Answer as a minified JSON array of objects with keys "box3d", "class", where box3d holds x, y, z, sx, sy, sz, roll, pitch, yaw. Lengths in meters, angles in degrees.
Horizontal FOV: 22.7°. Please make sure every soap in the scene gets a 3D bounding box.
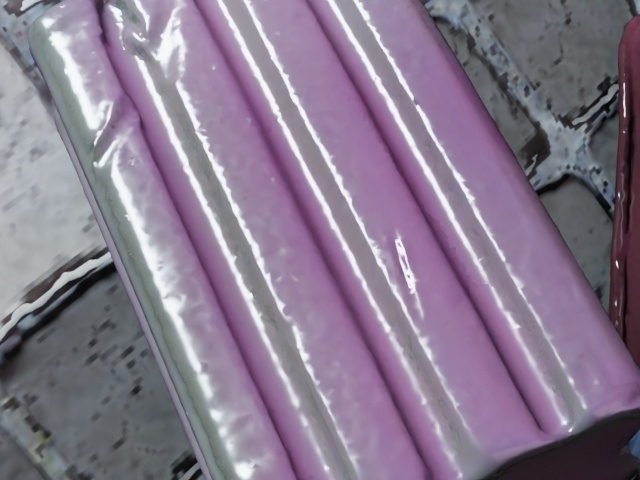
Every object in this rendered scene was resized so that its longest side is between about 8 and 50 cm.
[{"box3d":[0.000,0.000,0.479,0.122,0.065,0.203,-20,59,-10],"class":"soap"}]

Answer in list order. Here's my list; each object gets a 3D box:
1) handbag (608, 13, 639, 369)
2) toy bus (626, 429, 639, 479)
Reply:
[{"box3d":[0.211,0.011,0.648,0.203,0.074,0.216,14,72,-24],"class":"handbag"},{"box3d":[0.143,0.166,0.553,0.297,0.106,0.131,38,66,-16],"class":"toy bus"}]
